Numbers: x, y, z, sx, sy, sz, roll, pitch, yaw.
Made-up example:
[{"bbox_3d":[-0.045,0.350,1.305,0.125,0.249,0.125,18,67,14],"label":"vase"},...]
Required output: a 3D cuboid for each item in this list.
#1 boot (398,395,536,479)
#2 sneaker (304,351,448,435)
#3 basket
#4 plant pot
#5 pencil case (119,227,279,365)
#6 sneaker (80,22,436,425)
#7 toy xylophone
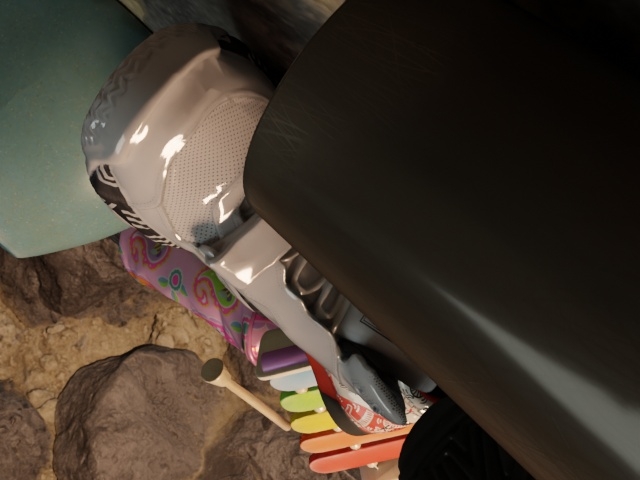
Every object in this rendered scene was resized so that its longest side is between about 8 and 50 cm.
[{"bbox_3d":[0.220,0.277,0.858,0.260,0.131,0.348,34,-160,-32],"label":"boot"},{"bbox_3d":[0.024,0.047,0.989,0.145,0.090,0.270,-21,102,48],"label":"sneaker"},{"bbox_3d":[0.094,0.007,0.435,0.227,0.154,0.204,40,167,17],"label":"basket"},{"bbox_3d":[-0.247,-0.100,0.970,0.290,0.195,0.290,37,168,9],"label":"plant pot"},{"bbox_3d":[-0.120,0.045,1.340,0.284,0.124,0.124,28,164,42],"label":"pencil case"},{"bbox_3d":[0.000,0.000,0.741,0.210,0.137,0.366,34,172,24],"label":"sneaker"},{"bbox_3d":[0.019,0.178,1.236,0.322,0.236,0.081,43,-146,-45],"label":"toy xylophone"}]
